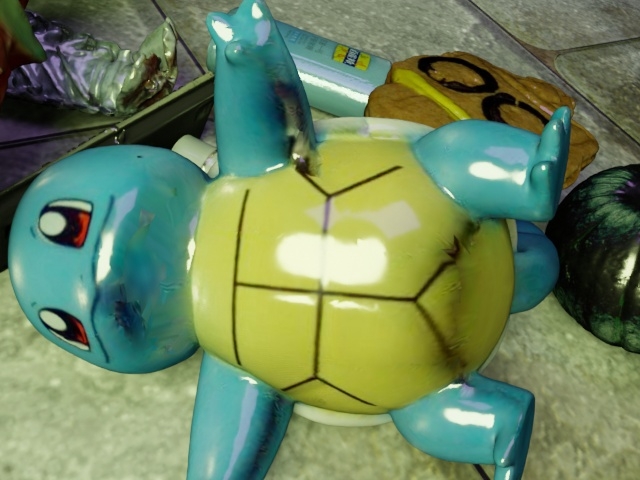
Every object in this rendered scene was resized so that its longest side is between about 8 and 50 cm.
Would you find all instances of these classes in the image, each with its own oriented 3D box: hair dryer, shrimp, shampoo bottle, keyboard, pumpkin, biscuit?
[{"bbox_3d":[-0.075,-0.080,0.553,0.081,0.047,0.137,26,40,5],"label":"hair dryer"},{"bbox_3d":[-0.332,-0.188,0.498,0.410,0.166,0.222,18,68,-20],"label":"shrimp"},{"bbox_3d":[0.011,-0.182,0.653,0.258,0.061,0.104,19,44,-1],"label":"shampoo bottle"},{"bbox_3d":[-0.167,-0.062,0.470,0.025,0.094,0.230,41,49,4],"label":"keyboard"},{"bbox_3d":[0.295,0.016,0.507,0.201,0.140,0.202,-10,32,6],"label":"pumpkin"},{"bbox_3d":[0.169,-0.124,0.578,0.290,0.041,0.208,-22,57,-38],"label":"biscuit"}]

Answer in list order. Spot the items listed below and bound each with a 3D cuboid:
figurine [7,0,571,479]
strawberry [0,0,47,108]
[{"bbox_3d":[0.020,0.011,0.387,0.415,0.298,0.243,0,16,-20],"label":"figurine"},{"bbox_3d":[-0.303,-0.103,0.281,0.292,0.309,0.292,46,28,-32],"label":"strawberry"}]
